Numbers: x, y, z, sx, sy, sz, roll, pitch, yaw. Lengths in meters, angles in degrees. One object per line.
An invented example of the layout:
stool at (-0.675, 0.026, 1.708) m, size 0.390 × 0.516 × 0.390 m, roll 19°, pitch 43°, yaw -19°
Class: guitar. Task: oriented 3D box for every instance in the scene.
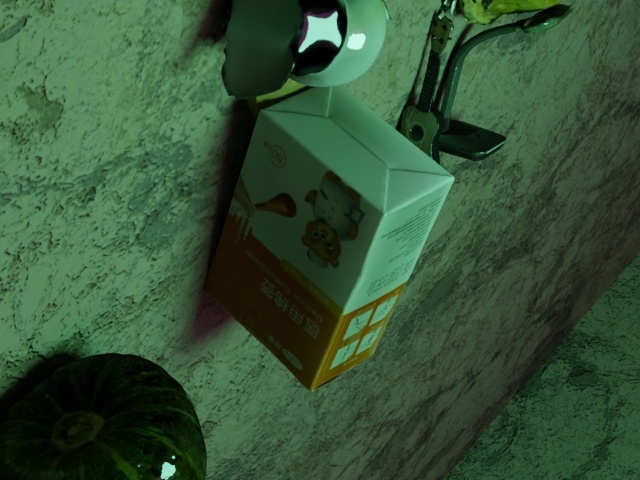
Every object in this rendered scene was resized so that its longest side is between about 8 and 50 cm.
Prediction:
guitar at (0.163, -0.217, 1.885) m, size 0.038 × 0.083 × 0.271 m, roll -29°, pitch 137°, yaw -52°

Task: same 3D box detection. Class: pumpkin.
pumpkin at (-0.256, 0.265, 1.465) m, size 0.260 × 0.260 × 0.189 m, roll -44°, pitch 139°, yaw -26°

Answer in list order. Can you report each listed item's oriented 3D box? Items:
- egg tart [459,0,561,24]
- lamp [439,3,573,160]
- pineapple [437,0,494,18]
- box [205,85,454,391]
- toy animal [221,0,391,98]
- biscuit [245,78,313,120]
egg tart at (0.323, -0.436, 1.837) m, size 0.319 × 0.128 × 0.319 m, roll -42°, pitch 154°, yaw -26°
lamp at (0.287, -0.268, 1.983) m, size 0.203 × 0.124 × 0.283 m, roll -28°, pitch 149°, yaw -55°
pineapple at (0.108, -0.423, 1.243) m, size 0.352 × 0.300 × 0.352 m, roll -42°, pitch 151°, yaw -30°
box at (0.000, 0.000, 1.612) m, size 0.143 × 0.225 × 0.341 m, roll -29°, pitch 151°, yaw -40°
toy animal at (-0.017, -0.238, 1.412) m, size 0.179 × 0.138 × 0.166 m, roll -2°, pitch 131°, yaw -45°
biscuit at (0.004, -0.267, 1.557) m, size 0.289 × 0.044 × 0.202 m, roll -55°, pitch 155°, yaw 2°
